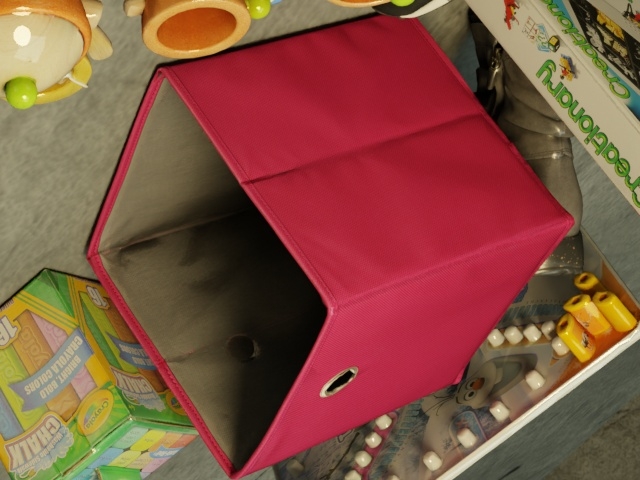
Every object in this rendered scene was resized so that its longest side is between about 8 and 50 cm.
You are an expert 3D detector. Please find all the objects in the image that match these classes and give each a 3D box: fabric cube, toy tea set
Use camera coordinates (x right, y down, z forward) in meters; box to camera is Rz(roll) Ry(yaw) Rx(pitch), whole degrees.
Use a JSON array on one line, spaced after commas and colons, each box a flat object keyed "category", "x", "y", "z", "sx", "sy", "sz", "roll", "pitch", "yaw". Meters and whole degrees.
[{"category": "fabric cube", "x": 0.000, "y": 0.000, "z": 1.424, "sx": 0.258, "sy": 0.259, "sz": 0.254, "roll": -18, "pitch": 152, "yaw": -36}, {"category": "toy tea set", "x": -0.089, "y": -0.145, "z": 1.072, "sx": 0.336, "sy": 0.124, "sz": 0.200, "roll": -17, "pitch": 157, "yaw": 9}]

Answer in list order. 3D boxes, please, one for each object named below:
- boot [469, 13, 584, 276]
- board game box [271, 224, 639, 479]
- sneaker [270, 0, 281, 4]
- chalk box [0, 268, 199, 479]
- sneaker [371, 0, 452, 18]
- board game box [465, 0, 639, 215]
[{"category": "boot", "x": 0.152, "y": -0.103, "z": 1.571, "sx": 0.118, "sy": 0.338, "sz": 0.223, "roll": -4, "pitch": 101, "yaw": -26}, {"category": "board game box", "x": 0.094, "y": 0.096, "z": 1.685, "sx": 0.390, "sy": 0.390, "sz": 0.050, "roll": -38, "pitch": 117, "yaw": 8}, {"category": "sneaker", "x": -0.029, "y": -0.222, "z": 1.167, "sx": 0.081, "sy": 0.080, "sz": 0.211, "roll": -38, "pitch": 157, "yaw": 1}, {"category": "chalk box", "x": -0.204, "y": 0.153, "z": 1.506, "sx": 0.132, "sy": 0.213, "sz": 0.132, "roll": -40, "pitch": 158, "yaw": 13}, {"category": "sneaker", "x": 0.097, "y": -0.288, "z": 1.222, "sx": 0.124, "sy": 0.107, "sz": 0.283, "roll": 14, "pitch": 125, "yaw": -43}, {"category": "board game box", "x": 0.237, "y": -0.155, "z": 1.376, "sx": 0.193, "sy": 0.305, "sz": 0.053, "roll": -12, "pitch": 148, "yaw": -43}]
